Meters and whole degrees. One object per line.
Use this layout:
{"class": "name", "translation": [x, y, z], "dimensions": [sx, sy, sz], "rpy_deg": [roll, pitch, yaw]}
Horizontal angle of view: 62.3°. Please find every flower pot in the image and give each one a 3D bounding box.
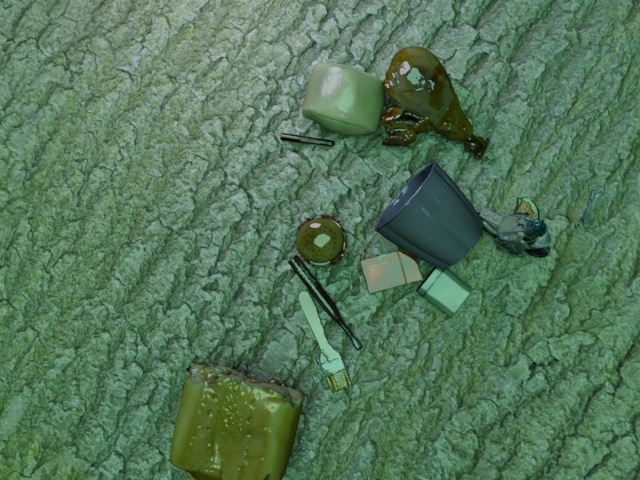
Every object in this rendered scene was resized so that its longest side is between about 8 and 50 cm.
{"class": "flower pot", "translation": [0.328, -0.054, 1.559], "dimensions": [0.243, 0.265, 0.265], "rpy_deg": [43, 93, -6]}

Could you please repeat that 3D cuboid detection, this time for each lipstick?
{"class": "lipstick", "translation": [-0.042, -0.323, 1.707], "dimensions": [0.177, 0.027, 0.027], "rpy_deg": [9, 89, 6]}

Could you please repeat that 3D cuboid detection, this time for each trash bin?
{"class": "trash bin", "translation": [0.380, 0.152, 1.626], "dimensions": [0.130, 0.059, 0.116], "rpy_deg": [38, 95, 5]}

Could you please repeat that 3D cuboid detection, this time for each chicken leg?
{"class": "chicken leg", "translation": [0.328, -0.370, 1.620], "dimensions": [0.409, 0.182, 0.295], "rpy_deg": [40, 103, -10]}

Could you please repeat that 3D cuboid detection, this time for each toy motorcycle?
{"class": "toy motorcycle", "translation": [0.577, -0.037, 1.540], "dimensions": [0.239, 0.204, 0.108], "rpy_deg": [14, 73, 3]}

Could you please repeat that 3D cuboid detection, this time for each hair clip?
{"class": "hair clip", "translation": [0.816, -0.098, 1.595], "dimensions": [0.030, 0.039, 0.115], "rpy_deg": [22, 88, 1]}

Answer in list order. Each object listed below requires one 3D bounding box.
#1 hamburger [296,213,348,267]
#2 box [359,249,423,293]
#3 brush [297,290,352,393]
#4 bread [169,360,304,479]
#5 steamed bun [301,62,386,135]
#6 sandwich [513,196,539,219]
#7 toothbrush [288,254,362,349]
{"class": "hamburger", "translation": [0.002, 0.003, 1.636], "dimensions": [0.175, 0.137, 0.175], "rpy_deg": [0, 91, 5]}
{"class": "box", "translation": [0.220, 0.093, 1.651], "dimensions": [0.175, 0.048, 0.112], "rpy_deg": [-16, 86, 6]}
{"class": "brush", "translation": [0.006, 0.316, 1.684], "dimensions": [0.086, 0.020, 0.336], "rpy_deg": [-22, 85, 6]}
{"class": "bread", "translation": [-0.251, 0.576, 1.598], "dimensions": [0.361, 0.250, 0.394], "rpy_deg": [13, 93, 9]}
{"class": "steamed bun", "translation": [0.071, -0.435, 1.632], "dimensions": [0.250, 0.155, 0.199], "rpy_deg": [17, 90, 10]}
{"class": "sandwich", "translation": [0.632, -0.086, 1.623], "dimensions": [0.069, 0.026, 0.101], "rpy_deg": [-39, 81, 8]}
{"class": "toothbrush", "translation": [0.018, 0.197, 1.677], "dimensions": [0.041, 0.041, 0.364], "rpy_deg": [-38, 85, 4]}
